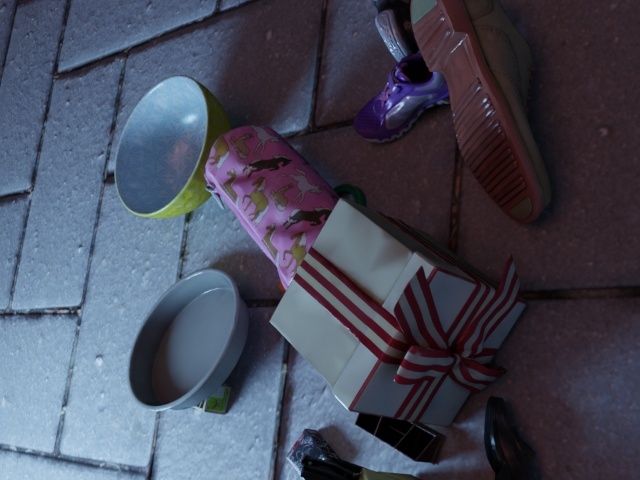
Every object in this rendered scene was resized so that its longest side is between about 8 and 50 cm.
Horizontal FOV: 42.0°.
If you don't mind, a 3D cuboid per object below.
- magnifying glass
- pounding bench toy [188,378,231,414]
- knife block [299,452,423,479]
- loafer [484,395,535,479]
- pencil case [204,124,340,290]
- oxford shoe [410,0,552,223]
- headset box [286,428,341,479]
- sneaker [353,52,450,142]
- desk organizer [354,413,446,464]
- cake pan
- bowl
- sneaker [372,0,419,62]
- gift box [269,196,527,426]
[{"bbox_3d":[0.000,0.000,1.475,0.231,0.026,0.092,-52,48,13],"label":"magnifying glass"},{"bbox_3d":[-0.207,0.274,1.545,0.065,0.052,0.083,5,79,43],"label":"pounding bench toy"},{"bbox_3d":[0.089,0.372,1.113,0.276,0.242,0.088,16,88,44],"label":"knife block"},{"bbox_3d":[0.259,0.292,1.126,0.061,0.062,0.170,-4,60,1],"label":"loafer"},{"bbox_3d":[-0.053,-0.043,1.412,0.167,0.160,0.386,-53,48,13],"label":"pencil case"},{"bbox_3d":[0.270,-0.221,1.227,0.140,0.147,0.397,138,115,-67],"label":"oxford shoe"},{"bbox_3d":[-0.014,0.353,1.358,0.083,0.032,0.062,42,104,43],"label":"headset box"},{"bbox_3d":[0.139,-0.249,1.377,0.236,0.104,0.095,-28,60,34],"label":"sneaker"},{"bbox_3d":[0.117,0.286,1.250,0.130,0.050,0.047,22,91,44],"label":"desk organizer"},{"bbox_3d":[-0.244,0.190,1.560,0.293,0.054,0.293,-27,43,28],"label":"cake pan"},{"bbox_3d":[-0.267,-0.169,1.679,0.289,0.156,0.289,-15,66,37],"label":"bowl"},{"bbox_3d":[0.163,-0.423,1.426,0.153,0.101,0.268,-25,47,16],"label":"sneaker"},{"bbox_3d":[0.118,0.093,1.176,0.258,0.255,0.276,42,111,44],"label":"gift box"}]
